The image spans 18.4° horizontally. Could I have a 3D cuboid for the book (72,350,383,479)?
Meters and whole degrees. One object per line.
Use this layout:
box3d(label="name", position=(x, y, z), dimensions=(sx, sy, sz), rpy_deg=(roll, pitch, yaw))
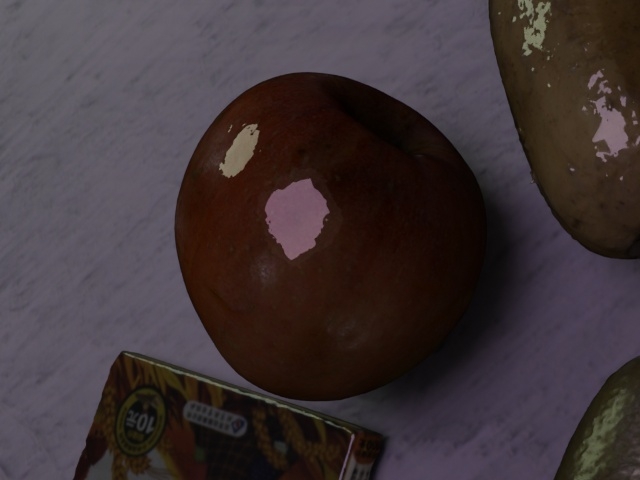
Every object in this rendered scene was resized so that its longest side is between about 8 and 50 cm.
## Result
box3d(label="book", position=(-0.130, 0.326, 1.654), dimensions=(0.300, 0.039, 0.428), rpy_deg=(14, 83, 40))

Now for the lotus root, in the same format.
box3d(label="lotus root", position=(0.201, -0.141, 1.466), dimensions=(0.152, 0.169, 0.342), rpy_deg=(-12, 61, -10))

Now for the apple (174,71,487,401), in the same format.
box3d(label="apple", position=(0.000, 0.000, 1.538), dimensions=(0.253, 0.253, 0.253), rpy_deg=(-14, 67, 35))

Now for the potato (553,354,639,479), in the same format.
box3d(label="potato", position=(0.234, 0.188, 1.328), dimensions=(0.159, 0.174, 0.251), rpy_deg=(-25, 55, 61))
